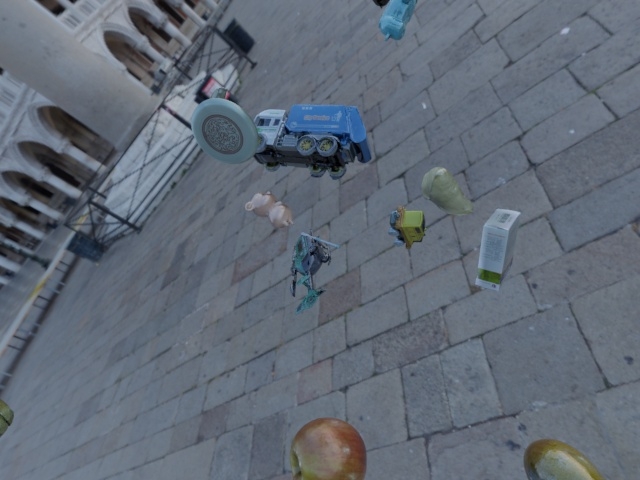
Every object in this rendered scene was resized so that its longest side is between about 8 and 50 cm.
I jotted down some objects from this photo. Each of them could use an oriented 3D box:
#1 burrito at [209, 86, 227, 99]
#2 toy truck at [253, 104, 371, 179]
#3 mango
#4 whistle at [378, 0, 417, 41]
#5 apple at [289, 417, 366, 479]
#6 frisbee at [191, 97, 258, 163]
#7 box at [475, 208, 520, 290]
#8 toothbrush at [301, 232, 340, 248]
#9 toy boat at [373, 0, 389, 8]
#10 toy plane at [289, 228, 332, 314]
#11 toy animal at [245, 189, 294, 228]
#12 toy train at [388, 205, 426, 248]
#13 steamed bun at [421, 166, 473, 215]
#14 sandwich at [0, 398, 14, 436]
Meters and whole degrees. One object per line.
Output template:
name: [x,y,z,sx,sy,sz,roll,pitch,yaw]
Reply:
burrito: [-0.303,-0.363,1.175,0.055,0.041,0.149,26,103,32]
toy truck: [-0.032,-0.293,1.224,0.367,0.146,0.175,7,70,17]
mango: [0.633,0.621,0.999,0.146,0.193,0.316,-19,24,-17]
whistle: [0.266,-0.762,1.330,0.186,0.093,0.274,51,-116,-86]
apple: [0.013,0.774,1.474,0.301,0.301,0.302,-34,35,29]
frisbee: [-0.148,-0.165,0.639,0.110,0.110,0.014,-27,29,37]
box: [0.769,0.038,1.797,0.106,0.300,0.200,15,33,34]
toothbrush: [0.000,0.000,1.430,0.167,0.014,0.011,20,78,33]
toy boat: [0.109,-0.665,1.005,0.140,0.269,0.141,0,90,45]
toy plane: [-0.045,0.092,1.467,0.155,0.106,0.382,-37,35,19]
toy animal: [-0.133,-0.080,1.116,0.150,0.083,0.089,30,72,24]
toy train: [0.315,-0.043,1.479,0.127,0.219,0.089,0,63,25]
steamed bun: [0.463,-0.184,1.612,0.110,0.231,0.212,-44,21,2]
sandwich: [-0.862,0.377,0.945,0.301,0.271,0.099,-31,19,36]
